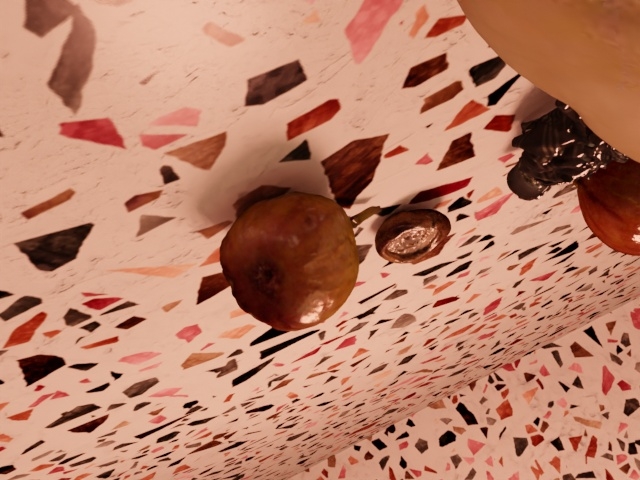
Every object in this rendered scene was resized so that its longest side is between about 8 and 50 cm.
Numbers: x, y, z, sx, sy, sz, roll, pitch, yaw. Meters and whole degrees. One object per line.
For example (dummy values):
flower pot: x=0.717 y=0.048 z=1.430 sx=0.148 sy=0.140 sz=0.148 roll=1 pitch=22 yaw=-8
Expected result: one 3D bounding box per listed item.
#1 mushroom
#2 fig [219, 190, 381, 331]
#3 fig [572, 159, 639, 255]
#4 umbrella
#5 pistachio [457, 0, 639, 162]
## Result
mushroom: x=0.136 y=-0.011 z=1.046 sx=0.123 sy=0.052 sz=0.123 roll=-16 pitch=151 yaw=-9
fig: x=0.000 y=0.000 z=0.855 sx=0.257 sy=0.159 sz=0.159 roll=-30 pitch=168 yaw=-48
fig: x=0.506 y=-0.075 z=1.146 sx=0.205 sy=0.205 sz=0.205 roll=-21 pitch=157 yaw=-9
umbrella: x=0.305 y=-0.148 z=0.851 sx=0.128 sy=0.154 sz=0.336 roll=-19 pitch=176 yaw=-19
pistachio: x=0.281 y=-0.183 z=0.490 sx=0.445 sy=0.365 sz=0.281 roll=-6 pitch=108 yaw=-51
